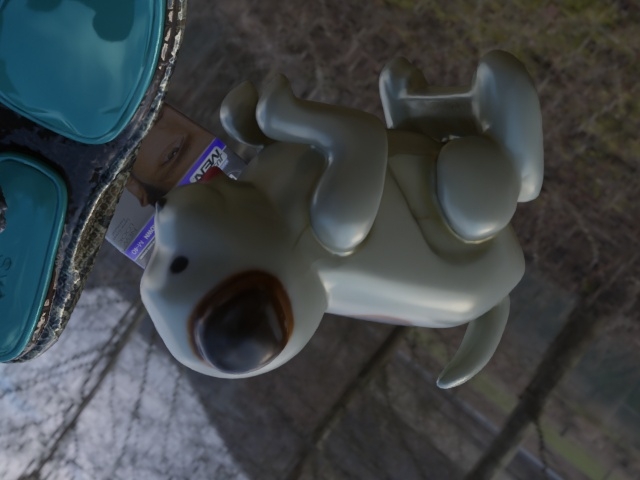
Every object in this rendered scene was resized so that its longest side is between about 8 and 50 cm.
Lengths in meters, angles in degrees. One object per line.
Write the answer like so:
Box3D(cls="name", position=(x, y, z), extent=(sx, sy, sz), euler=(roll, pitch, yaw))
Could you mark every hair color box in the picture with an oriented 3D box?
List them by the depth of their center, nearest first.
Box3D(cls="hair color box", position=(-0.248, -0.098, 1.510), extent=(0.339, 0.185, 0.110), euler=(34, 175, 44))

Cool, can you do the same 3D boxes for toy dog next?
Box3D(cls="toy dog", position=(0.000, 0.000, 1.227), extent=(0.284, 0.408, 0.395), euler=(28, 133, 57))

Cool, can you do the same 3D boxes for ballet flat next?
Box3D(cls="ballet flat", position=(-0.218, -0.105, 0.992), extent=(0.164, 0.483, 0.182), euler=(26, -148, 1))

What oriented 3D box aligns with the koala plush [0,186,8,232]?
Box3D(cls="koala plush", position=(-0.365, -0.044, 0.748), extent=(0.203, 0.221, 0.196), euler=(60, -173, 6))
